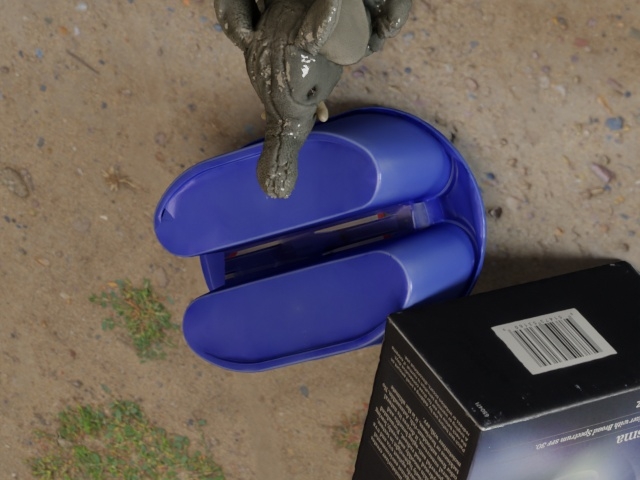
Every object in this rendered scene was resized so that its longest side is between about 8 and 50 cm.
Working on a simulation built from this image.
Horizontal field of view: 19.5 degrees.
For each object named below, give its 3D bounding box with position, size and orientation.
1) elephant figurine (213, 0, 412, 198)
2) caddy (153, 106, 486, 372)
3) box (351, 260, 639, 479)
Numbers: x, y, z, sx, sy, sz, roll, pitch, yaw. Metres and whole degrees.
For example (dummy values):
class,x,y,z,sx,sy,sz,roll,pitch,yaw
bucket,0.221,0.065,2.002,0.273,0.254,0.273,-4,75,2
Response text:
class,x,y,z,sx,sy,sz,roll,pitch,yaw
elephant figurine,-0.017,-0.192,1.726,0.186,0.239,0.169,44,127,-8
caddy,0.000,0.000,1.887,0.341,0.179,0.241,-15,90,31
box,0.204,0.208,1.833,0.182,0.296,0.294,51,142,41
